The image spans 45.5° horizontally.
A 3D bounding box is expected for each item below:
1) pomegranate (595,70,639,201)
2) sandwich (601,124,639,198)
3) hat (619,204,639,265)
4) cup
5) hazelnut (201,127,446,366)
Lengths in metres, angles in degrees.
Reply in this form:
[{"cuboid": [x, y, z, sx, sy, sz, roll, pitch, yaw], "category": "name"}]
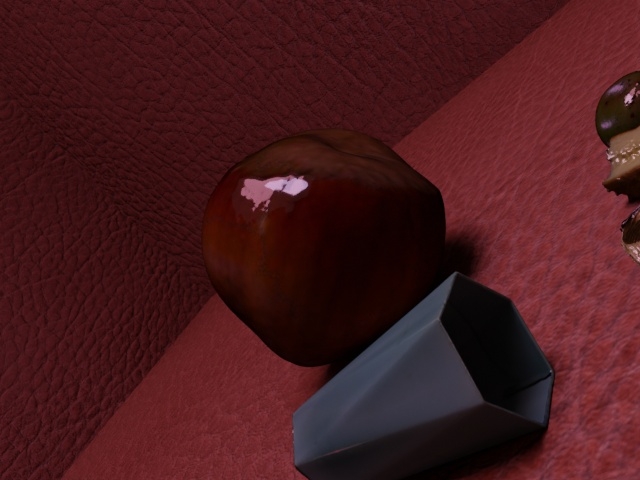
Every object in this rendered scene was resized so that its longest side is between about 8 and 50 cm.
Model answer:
[{"cuboid": [0.351, -0.115, 0.834, 0.114, 0.114, 0.142, -165, 97, -80], "category": "pomegranate"}, {"cuboid": [0.372, -0.089, 0.666, 0.244, 0.088, 0.090, -28, 26, 51], "category": "sandwich"}, {"cuboid": [0.303, -0.003, 0.648, 0.077, 0.059, 0.076, -47, 23, 17], "category": "hat"}, {"cuboid": [0.084, 0.151, 0.716, 0.235, 0.148, 0.134, -42, 34, 37], "category": "cup"}, {"cuboid": [0.000, 0.000, 1.143, 0.359, 0.359, 0.409, -42, 0, 12], "category": "hazelnut"}]
